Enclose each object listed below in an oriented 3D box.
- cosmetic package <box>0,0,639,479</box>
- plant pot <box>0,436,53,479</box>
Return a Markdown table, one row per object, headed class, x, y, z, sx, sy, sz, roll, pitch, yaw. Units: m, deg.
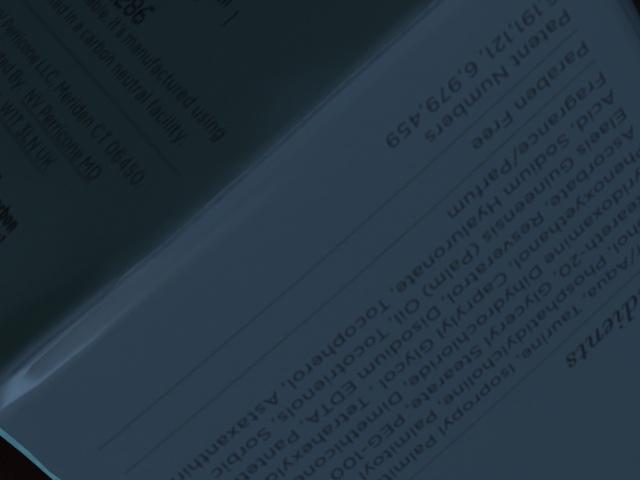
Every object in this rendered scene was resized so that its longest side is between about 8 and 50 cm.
| class | x | y | z | sx | sy | sz | roll | pitch | yaw |
| --- | --- | --- | --- | --- | --- | --- | --- | --- | --- |
| cosmetic package | 0.000 | 0.000 | 0.935 | 0.327 | 0.329 | 0.393 | -42 | 131 | -3 |
| plant pot | -0.124 | 0.297 | 1.244 | 0.267 | 0.235 | 0.267 | 4 | 128 | 18 |
